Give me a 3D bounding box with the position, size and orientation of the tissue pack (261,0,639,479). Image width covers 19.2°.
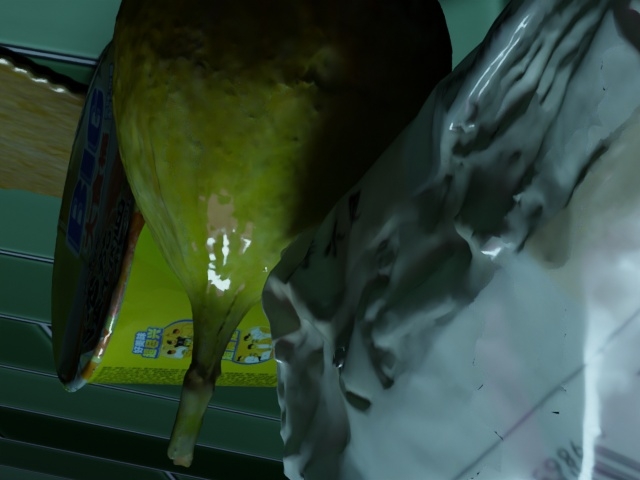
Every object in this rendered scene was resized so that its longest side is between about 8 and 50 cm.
[{"bbox_3d":[0.194,0.023,0.724,0.390,0.195,0.375,19,140,-23],"label":"tissue pack"}]

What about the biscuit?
[{"bbox_3d":[-0.214,-0.076,1.218,0.237,0.013,0.232,25,159,-32],"label":"biscuit"}]

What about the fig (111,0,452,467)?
[{"bbox_3d":[-0.037,-0.021,0.872,0.159,0.257,0.159,13,179,0],"label":"fig"}]

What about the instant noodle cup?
[{"bbox_3d":[-0.055,-0.003,1.045,0.153,0.205,0.205,12,164,-17],"label":"instant noodle cup"}]
